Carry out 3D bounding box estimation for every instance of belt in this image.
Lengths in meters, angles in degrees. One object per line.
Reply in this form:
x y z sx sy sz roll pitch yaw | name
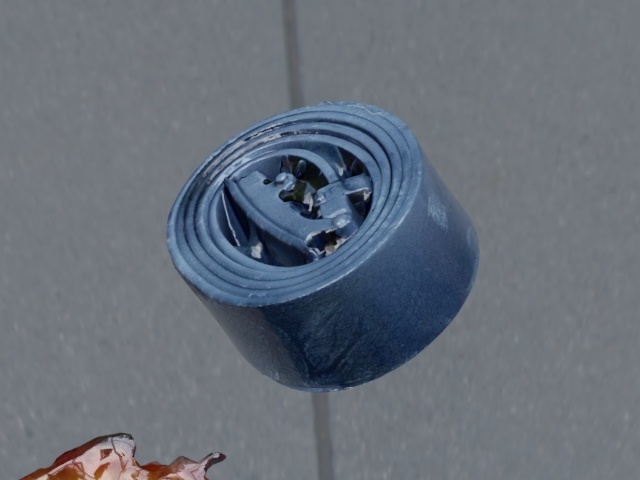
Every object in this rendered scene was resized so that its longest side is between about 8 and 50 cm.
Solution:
0.000 0.000 0.997 0.141 0.082 0.190 -39 32 -8 | belt

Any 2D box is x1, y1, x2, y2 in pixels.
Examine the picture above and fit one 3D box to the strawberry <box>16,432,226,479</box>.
-0.116 0.246 0.814 0.280 0.150 0.253 -24 58 16 | strawberry
